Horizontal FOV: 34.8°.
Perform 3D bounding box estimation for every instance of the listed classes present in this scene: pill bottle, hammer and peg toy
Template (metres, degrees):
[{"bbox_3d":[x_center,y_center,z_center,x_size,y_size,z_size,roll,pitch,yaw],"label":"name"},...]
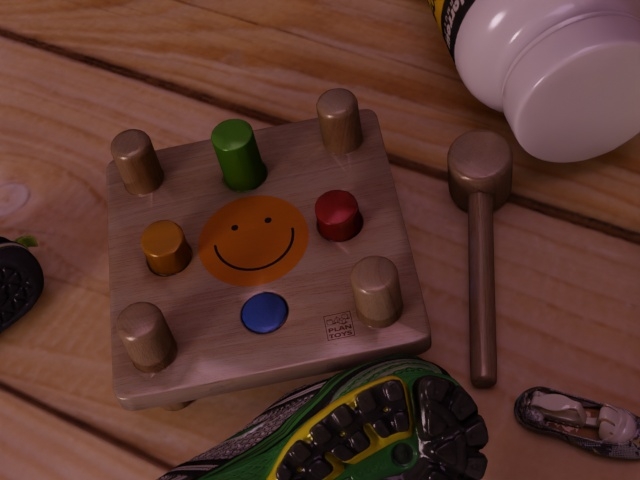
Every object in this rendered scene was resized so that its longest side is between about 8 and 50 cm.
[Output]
[{"bbox_3d":[0.197,-0.241,0.964,0.187,0.188,0.334,-14,53,-2],"label":"pill bottle"},{"bbox_3d":[0.000,0.000,0.856,0.361,0.127,0.266,-10,53,1],"label":"hammer and peg toy"}]

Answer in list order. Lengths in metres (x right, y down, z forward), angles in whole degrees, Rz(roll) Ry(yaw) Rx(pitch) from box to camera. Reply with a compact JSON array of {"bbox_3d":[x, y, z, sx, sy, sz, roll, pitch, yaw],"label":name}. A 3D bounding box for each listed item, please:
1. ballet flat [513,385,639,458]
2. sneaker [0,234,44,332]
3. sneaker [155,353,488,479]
[{"bbox_3d":[0.204,0.138,0.780,0.114,0.041,0.041,13,57,17],"label":"ballet flat"},{"bbox_3d":[-0.350,0.072,0.905,0.234,0.084,0.097,-30,32,-14],"label":"sneaker"},{"bbox_3d":[-0.041,0.197,0.738,0.343,0.146,0.134,-27,96,2],"label":"sneaker"}]
